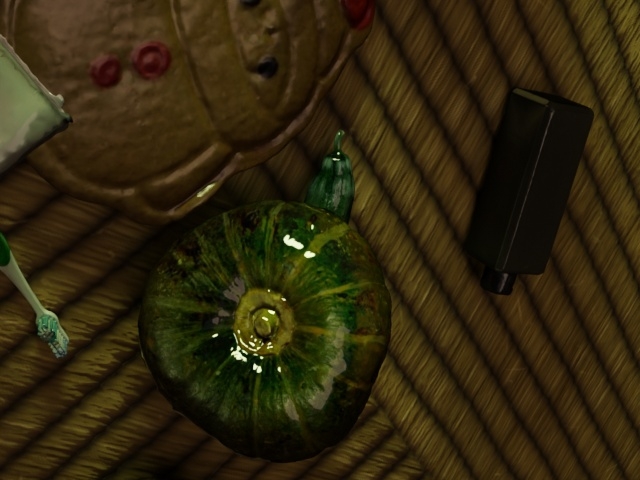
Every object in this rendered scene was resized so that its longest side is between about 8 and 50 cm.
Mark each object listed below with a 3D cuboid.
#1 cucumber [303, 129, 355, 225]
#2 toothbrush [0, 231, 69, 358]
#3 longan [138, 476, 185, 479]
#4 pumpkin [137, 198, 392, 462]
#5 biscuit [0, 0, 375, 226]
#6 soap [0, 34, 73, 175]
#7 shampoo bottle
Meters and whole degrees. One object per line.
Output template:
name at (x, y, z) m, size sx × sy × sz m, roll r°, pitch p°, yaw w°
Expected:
cucumber at (0.000, 0.000, 1.095) m, size 0.056 × 0.056 × 0.250 m, roll 3°, pitch 113°, yaw -31°
toothbrush at (-0.314, -0.006, 0.931) m, size 0.030 × 0.030 × 0.304 m, roll -33°, pitch 122°, yaw -13°
longan at (-0.171, 0.348, 1.096) m, size 0.189 × 0.189 × 0.189 m, roll -12°, pitch 118°, yaw -25°
pumpkin at (-0.046, 0.085, 1.004) m, size 0.260 × 0.260 × 0.189 m, roll -53°, pitch 168°, yaw 1°
biscuit at (-0.119, -0.199, 0.933) m, size 0.381 × 0.074 × 0.358 m, roll -20°, pitch 123°, yaw -17°
soap at (-0.380, -0.114, 0.717) m, size 0.285 × 0.107 × 0.296 m, roll -37°, pitch 103°, yaw -3°
shampoo bottle at (0.243, -0.053, 1.196) m, size 0.079 × 0.080 × 0.246 m, roll 4°, pitch 110°, yaw -30°
